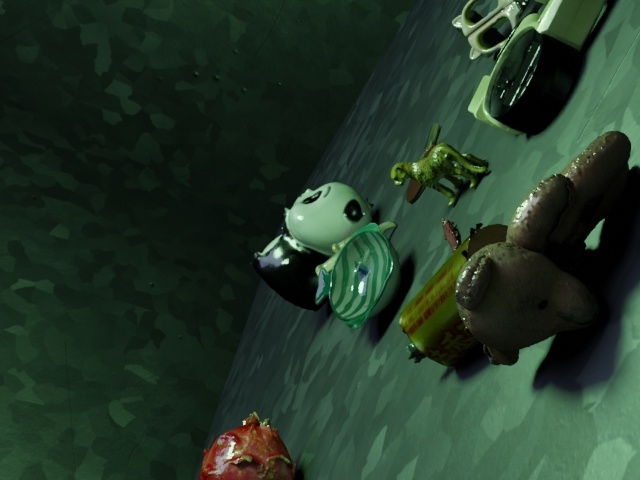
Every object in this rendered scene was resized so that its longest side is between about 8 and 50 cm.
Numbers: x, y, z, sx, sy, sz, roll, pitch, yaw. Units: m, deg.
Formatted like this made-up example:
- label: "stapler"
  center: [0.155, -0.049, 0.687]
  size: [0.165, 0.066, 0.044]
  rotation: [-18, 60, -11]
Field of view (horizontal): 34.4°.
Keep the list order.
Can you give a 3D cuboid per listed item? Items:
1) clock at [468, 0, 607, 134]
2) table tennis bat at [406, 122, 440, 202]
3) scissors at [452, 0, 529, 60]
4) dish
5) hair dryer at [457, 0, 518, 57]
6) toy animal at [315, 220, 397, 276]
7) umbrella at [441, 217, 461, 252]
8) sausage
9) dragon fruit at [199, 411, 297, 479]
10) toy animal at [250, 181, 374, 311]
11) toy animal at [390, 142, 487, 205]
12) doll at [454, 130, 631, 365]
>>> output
- label: "clock"
  center: [0.381, -0.362, 1.739]
  size: [0.379, 0.120, 0.276]
  rotation: [-63, 14, 7]
- label: "table tennis bat"
  center: [0.239, -0.179, 2.366]
  size: [0.130, 0.019, 0.220]
  rotation: [-52, 16, 55]
- label: "scissors"
  center: [0.391, -0.482, 2.076]
  size: [0.024, 0.160, 0.317]
  rotation: [-17, -12, -42]
- label: "dish"
  center: [0.095, 0.083, 2.119]
  size: [0.246, 0.078, 0.224]
  rotation: [-17, 60, 51]
- label: "hair dryer"
  center: [0.389, -0.490, 2.195]
  size: [0.197, 0.100, 0.057]
  rotation: [-45, 8, 18]
- label: "toy animal"
  center: [0.091, 0.045, 2.302]
  size: [0.168, 0.121, 0.233]
  rotation: [-43, 6, 22]
- label: "umbrella"
  center: [0.236, -0.009, 1.865]
  size: [0.027, 0.025, 0.165]
  rotation: [-42, 17, 14]
- label: "sausage"
  center: [0.191, 0.098, 1.477]
  size: [0.317, 0.125, 0.117]
  rotation: [-53, 13, 52]
- label: "dragon fruit"
  center: [-0.146, 0.473, 2.119]
  size: [0.210, 0.205, 0.268]
  rotation: [100, -178, -54]
- label: "toy animal"
  center: [0.000, 0.000, 2.637]
  size: [0.310, 0.251, 0.251]
  rotation: [-50, 12, 15]
- label: "toy animal"
  center: [0.223, -0.136, 1.935]
  size: [0.073, 0.136, 0.181]
  rotation: [-67, 10, -20]
- label: "doll"
  center: [0.290, 0.014, 1.212]
  size: [0.303, 0.156, 0.201]
  rotation: [-47, -35, -7]
